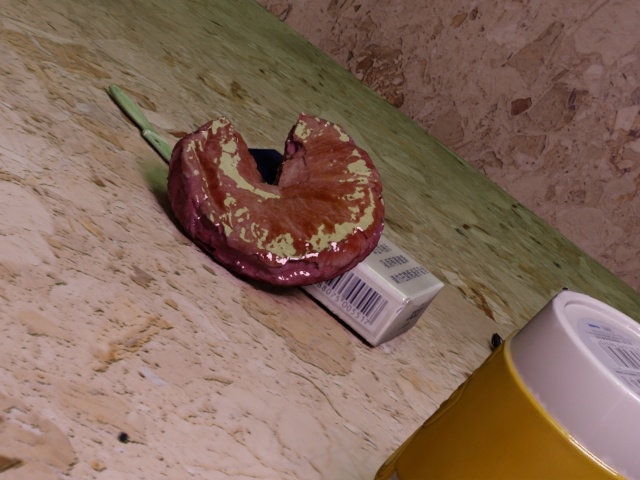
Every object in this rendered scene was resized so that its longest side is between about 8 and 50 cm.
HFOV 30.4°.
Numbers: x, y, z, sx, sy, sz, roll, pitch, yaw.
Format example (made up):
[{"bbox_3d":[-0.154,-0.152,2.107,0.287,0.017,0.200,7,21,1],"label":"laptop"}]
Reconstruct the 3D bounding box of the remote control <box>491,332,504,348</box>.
[{"bbox_3d":[0.227,0.144,1.462,0.034,0.016,0.091,50,12,-11],"label":"remote control"}]

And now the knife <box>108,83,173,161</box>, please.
[{"bbox_3d":[-0.191,-0.120,1.326,0.207,0.014,0.030,47,15,34],"label":"knife"}]

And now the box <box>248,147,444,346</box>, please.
[{"bbox_3d":[0.000,0.000,1.269,0.259,0.071,0.168,40,15,12],"label":"box"}]

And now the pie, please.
[{"bbox_3d":[-0.038,-0.047,1.163,0.218,0.054,0.204,-15,59,-29],"label":"pie"}]

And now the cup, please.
[{"bbox_3d":[0.157,0.159,0.793,0.185,0.226,0.241,41,22,17],"label":"cup"}]
